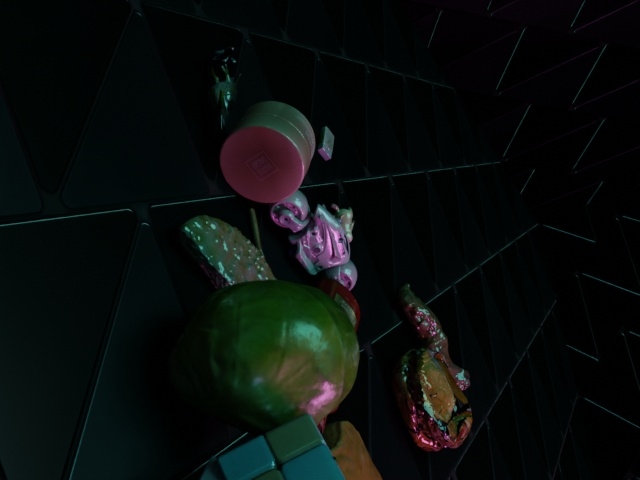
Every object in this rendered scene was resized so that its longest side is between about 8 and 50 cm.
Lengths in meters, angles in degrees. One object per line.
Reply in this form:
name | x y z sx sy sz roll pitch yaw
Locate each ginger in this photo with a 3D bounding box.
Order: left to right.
ginger | 0.263 0.242 1.690 0.290 0.084 0.122 60 5 -8

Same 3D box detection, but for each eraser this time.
eraser | 0.013 -0.223 1.625 0.038 0.019 0.083 50 31 -34

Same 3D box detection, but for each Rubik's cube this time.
Rubik's cube | -0.058 0.351 0.813 0.224 0.212 0.265 54 -16 42

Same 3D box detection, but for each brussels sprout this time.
brussels sprout | -0.072 0.147 0.926 0.244 0.244 0.244 43 35 -41

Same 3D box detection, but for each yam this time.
yam | -0.110 -0.007 1.225 0.014 0.014 0.107 21 51 -56

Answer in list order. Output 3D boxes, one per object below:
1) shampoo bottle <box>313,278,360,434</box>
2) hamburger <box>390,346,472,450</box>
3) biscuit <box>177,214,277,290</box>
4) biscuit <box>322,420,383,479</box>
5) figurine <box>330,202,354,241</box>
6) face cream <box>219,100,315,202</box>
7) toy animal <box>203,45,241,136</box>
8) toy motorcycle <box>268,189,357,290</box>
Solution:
shampoo bottle | 0.001 0.197 1.204 0.118 0.076 0.314 61 26 -25
hamburger | 0.232 0.338 1.507 0.231 0.106 0.231 39 38 -38
biscuit | -0.122 0.057 1.125 0.290 0.038 0.141 56 27 -26
biscuit | 0.072 0.485 1.065 0.365 0.062 0.386 -47 116 -73
figurine | 0.040 -0.035 1.511 0.050 0.047 0.083 11 66 -43
face cream | -0.090 -0.153 1.225 0.149 0.149 0.104 55 28 -24
toy animal | -0.170 -0.260 1.256 0.105 0.070 0.203 67 14 -48
toy motorcycle | 0.000 0.000 1.324 0.254 0.112 0.113 53 29 -30
